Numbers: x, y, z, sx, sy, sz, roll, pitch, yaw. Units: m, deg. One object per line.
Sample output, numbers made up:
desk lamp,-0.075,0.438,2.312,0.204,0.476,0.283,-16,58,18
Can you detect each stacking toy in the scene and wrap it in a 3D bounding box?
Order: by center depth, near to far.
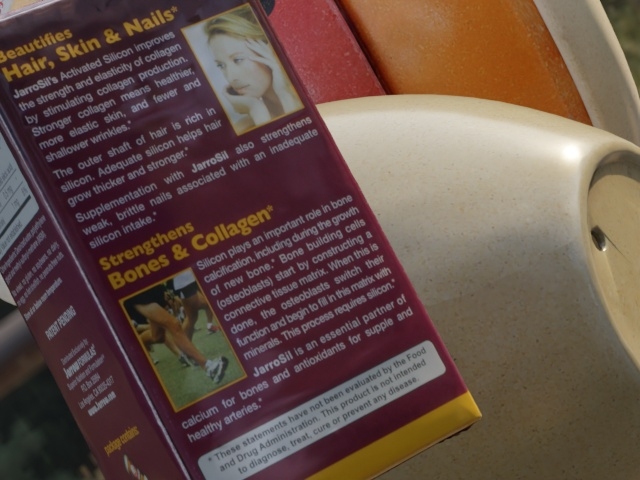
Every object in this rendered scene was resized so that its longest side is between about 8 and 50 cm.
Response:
stacking toy,-0.037,-0.086,1.330,0.480,0.351,0.350,-31,32,0

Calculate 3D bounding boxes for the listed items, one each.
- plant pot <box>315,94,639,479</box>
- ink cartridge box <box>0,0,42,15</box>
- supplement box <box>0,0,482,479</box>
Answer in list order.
plant pot,0.077,0.046,0.851,0.191,0.284,0.284,-25,29,34
ink cartridge box,-0.259,-0.178,1.490,0.143,0.090,0.092,34,107,34
supplement box,-0.044,0.007,0.622,0.104,0.188,0.081,-25,-6,-27
